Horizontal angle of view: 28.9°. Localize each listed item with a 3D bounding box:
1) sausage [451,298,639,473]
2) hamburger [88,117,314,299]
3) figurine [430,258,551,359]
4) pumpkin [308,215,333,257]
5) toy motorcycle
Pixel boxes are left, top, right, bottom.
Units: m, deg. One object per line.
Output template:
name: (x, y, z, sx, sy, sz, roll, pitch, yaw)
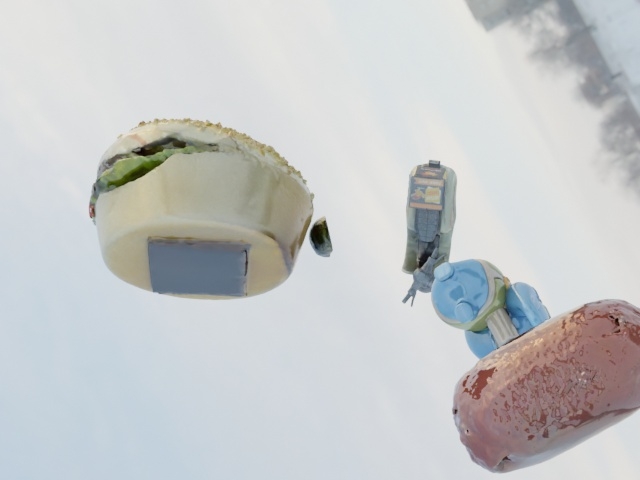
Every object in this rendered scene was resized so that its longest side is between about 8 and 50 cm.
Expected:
sausage: (0.282, 0.173, 1.483, 0.152, 0.279, 0.152, 53, -164, -22)
hamburger: (-0.154, -0.040, 1.618, 0.302, 0.302, 0.170, 39, -134, -51)
figurine: (0.273, 0.128, 1.913, 0.180, 0.154, 0.262, 39, -174, 41)
pumpkin: (-0.001, -0.001, 1.677, 0.083, 0.028, 0.050, 84, 173, -73)
toy motorcycle: (0.188, -0.013, 2.182, 0.157, 0.090, 0.263, -63, -23, -63)
